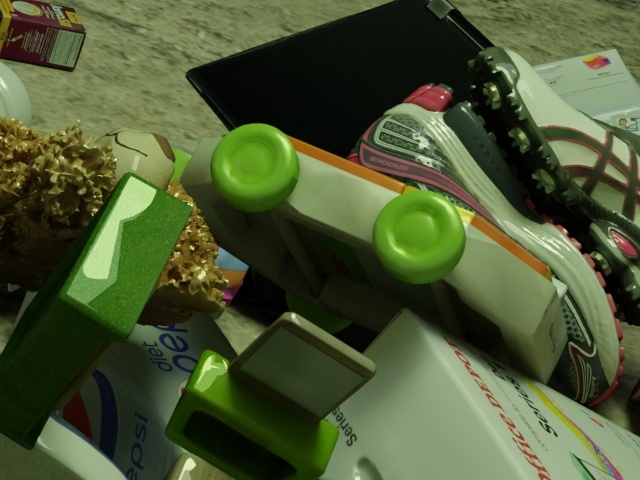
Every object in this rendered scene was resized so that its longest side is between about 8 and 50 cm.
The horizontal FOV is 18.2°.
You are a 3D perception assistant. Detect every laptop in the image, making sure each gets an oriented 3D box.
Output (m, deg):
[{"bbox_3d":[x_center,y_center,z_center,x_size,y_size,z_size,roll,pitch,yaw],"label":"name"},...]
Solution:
[{"bbox_3d":[0.144,-0.054,1.955,0.408,0.236,0.382,39,9,-45],"label":"laptop"}]

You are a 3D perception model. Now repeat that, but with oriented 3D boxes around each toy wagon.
[{"bbox_3d":[0.000,0.000,1.360,0.344,0.068,0.267,24,-15,19],"label":"toy wagon"}]

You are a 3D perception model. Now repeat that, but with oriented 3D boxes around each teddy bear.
[{"bbox_3d":[-0.211,-0.039,1.190,0.338,0.113,0.245,11,-15,-13],"label":"teddy bear"}]

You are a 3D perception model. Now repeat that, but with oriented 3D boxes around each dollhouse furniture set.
[{"bbox_3d":[-0.099,0.153,1.029,0.197,0.151,0.301,33,49,-11],"label":"dollhouse furniture set"}]

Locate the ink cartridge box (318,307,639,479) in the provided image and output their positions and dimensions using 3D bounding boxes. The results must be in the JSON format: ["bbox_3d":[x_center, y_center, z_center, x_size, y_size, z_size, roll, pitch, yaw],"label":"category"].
[{"bbox_3d":[0.145,0.185,1.275,0.278,0.117,0.201,29,17,-38],"label":"ink cartridge box"}]

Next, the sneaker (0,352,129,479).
[{"bbox_3d":[-0.231,0.077,1.256,0.322,0.130,0.236,20,29,7],"label":"sneaker"}]

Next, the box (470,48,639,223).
[{"bbox_3d":[0.230,-0.095,1.792,0.145,0.038,0.186,-13,41,-8],"label":"box"}]

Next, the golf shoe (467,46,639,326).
[{"bbox_3d":[0.227,-0.060,1.664,0.273,0.120,0.105,54,-13,-6],"label":"golf shoe"}]

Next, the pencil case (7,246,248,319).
[{"bbox_3d":[-0.166,0.003,1.489,0.236,0.104,0.104,7,30,-32],"label":"pencil case"}]

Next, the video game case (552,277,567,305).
[{"bbox_3d":[0.115,0.043,1.607,0.157,0.143,0.019,30,57,15],"label":"video game case"}]

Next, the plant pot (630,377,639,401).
[{"bbox_3d":[0.443,0.094,1.652,0.265,0.272,0.272,34,27,7],"label":"plant pot"}]

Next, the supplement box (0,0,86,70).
[{"bbox_3d":[-0.267,-0.195,1.862,0.083,0.043,0.055,9,27,-28],"label":"supplement box"}]

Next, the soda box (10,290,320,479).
[{"bbox_3d":[-0.108,0.112,1.337,0.098,0.091,0.286,6,30,-35],"label":"soda box"}]

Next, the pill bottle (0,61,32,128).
[{"bbox_3d":[-0.308,-0.076,1.510,0.117,0.118,0.208,29,26,14],"label":"pill bottle"}]

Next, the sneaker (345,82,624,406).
[{"bbox_3d":[0.139,0.018,1.663,0.299,0.112,0.121,51,-15,4],"label":"sneaker"}]

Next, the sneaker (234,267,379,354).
[{"bbox_3d":[-0.017,0.026,1.593,0.130,0.109,0.286,-8,31,-31],"label":"sneaker"}]
